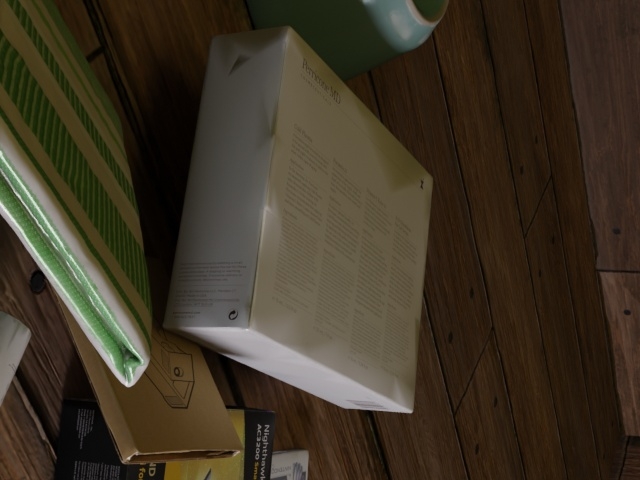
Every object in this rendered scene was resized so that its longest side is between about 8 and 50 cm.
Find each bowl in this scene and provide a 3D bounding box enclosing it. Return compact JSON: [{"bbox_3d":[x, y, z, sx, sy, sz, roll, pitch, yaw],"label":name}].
[{"bbox_3d":[0.051,-0.334,1.253,0.311,0.163,0.311,-1,91,-64],"label":"bowl"}]

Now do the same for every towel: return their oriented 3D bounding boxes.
[{"bbox_3d":[-0.189,-0.081,0.747,0.324,0.038,0.247,-111,177,-49],"label":"towel"}]

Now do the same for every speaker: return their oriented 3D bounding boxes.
[{"bbox_3d":[-0.258,0.116,0.768,0.055,0.055,0.136,55,44,-48],"label":"speaker"}]

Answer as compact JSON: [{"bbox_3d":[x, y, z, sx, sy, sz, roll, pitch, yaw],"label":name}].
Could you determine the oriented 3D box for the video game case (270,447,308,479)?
[{"bbox_3d":[-0.064,0.334,1.189,0.173,0.022,0.190,12,80,-62],"label":"video game case"}]

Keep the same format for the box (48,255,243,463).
[{"bbox_3d":[-0.150,0.093,0.905,0.164,0.021,0.201,19,40,-62],"label":"box"}]

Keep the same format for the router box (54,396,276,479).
[{"bbox_3d":[-0.143,0.302,0.967,0.243,0.081,0.308,19,74,-62],"label":"router box"}]

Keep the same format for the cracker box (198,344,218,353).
[{"bbox_3d":[-0.052,0.057,1.159,0.232,0.067,0.155,32,62,-60],"label":"cracker box"}]

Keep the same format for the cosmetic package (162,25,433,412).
[{"bbox_3d":[0.000,0.000,1.082,0.377,0.098,0.284,37,58,-57],"label":"cosmetic package"}]
